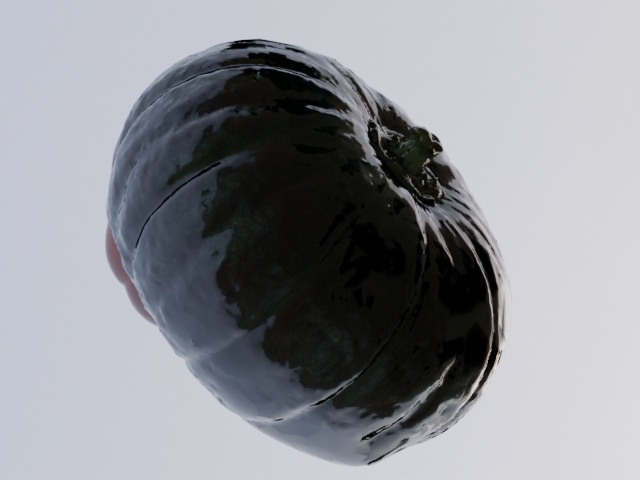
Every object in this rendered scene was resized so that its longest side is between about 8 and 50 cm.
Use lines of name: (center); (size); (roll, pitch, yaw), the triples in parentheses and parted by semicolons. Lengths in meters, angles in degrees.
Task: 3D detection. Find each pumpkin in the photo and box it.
pumpkin: (0.000, 0.000, 0.693); (0.202, 0.140, 0.202); (41, -155, -24)

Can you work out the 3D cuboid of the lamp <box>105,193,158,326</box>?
lamp: (-0.084, -0.010, 1.319); (0.164, 0.188, 0.187); (-19, -84, -57)
